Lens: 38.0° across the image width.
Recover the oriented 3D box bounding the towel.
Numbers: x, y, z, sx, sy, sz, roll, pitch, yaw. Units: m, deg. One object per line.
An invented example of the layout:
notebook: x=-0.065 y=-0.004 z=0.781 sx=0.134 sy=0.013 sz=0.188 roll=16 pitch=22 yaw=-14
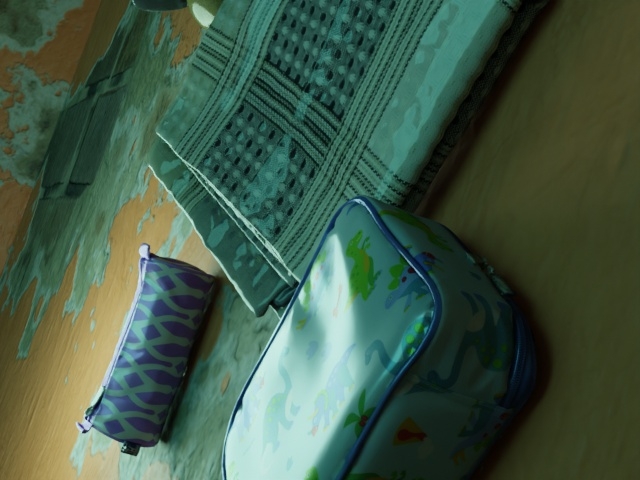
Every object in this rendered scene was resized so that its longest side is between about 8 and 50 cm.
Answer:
towel: x=-0.015 y=-0.119 z=0.729 sx=0.312 sy=0.056 sz=0.324 roll=46 pitch=114 yaw=40

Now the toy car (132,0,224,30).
toy car: x=-0.080 y=-0.222 z=0.899 sx=0.155 sy=0.188 sz=0.149 roll=-42 pitch=35 yaw=45

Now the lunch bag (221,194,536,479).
lunch bag: x=0.023 y=0.092 z=0.561 sx=0.219 sy=0.090 sz=0.176 roll=-62 pitch=26 yaw=16

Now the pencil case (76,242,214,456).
pencil case: x=-0.182 y=0.113 z=0.972 sx=0.086 sy=0.088 sz=0.206 roll=7 pitch=77 yaw=63
